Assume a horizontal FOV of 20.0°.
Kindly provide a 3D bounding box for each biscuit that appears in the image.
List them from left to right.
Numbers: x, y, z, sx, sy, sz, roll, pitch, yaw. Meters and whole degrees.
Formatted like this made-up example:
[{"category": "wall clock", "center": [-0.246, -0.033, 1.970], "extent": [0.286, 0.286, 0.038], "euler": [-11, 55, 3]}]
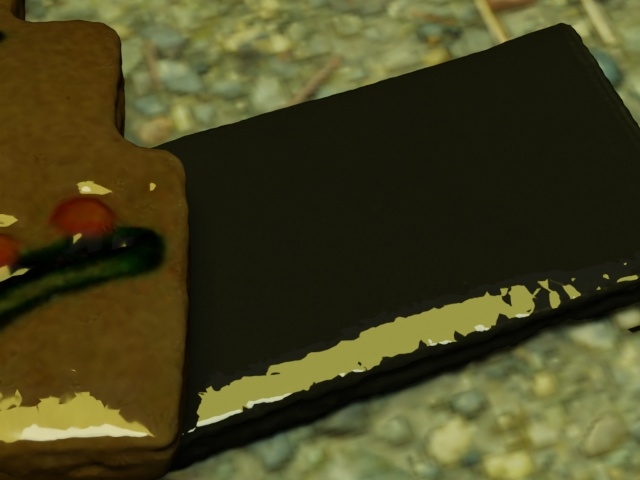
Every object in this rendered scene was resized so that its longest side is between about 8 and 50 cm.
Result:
[{"category": "biscuit", "center": [-0.152, -0.017, 0.594], "extent": [0.301, 0.043, 0.278], "euler": [28, 53, 26]}]

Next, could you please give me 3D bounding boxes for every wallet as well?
[{"category": "wallet", "center": [0.000, 0.000, 0.618], "extent": [0.244, 0.025, 0.124], "euler": [-19, 54, -10]}]
